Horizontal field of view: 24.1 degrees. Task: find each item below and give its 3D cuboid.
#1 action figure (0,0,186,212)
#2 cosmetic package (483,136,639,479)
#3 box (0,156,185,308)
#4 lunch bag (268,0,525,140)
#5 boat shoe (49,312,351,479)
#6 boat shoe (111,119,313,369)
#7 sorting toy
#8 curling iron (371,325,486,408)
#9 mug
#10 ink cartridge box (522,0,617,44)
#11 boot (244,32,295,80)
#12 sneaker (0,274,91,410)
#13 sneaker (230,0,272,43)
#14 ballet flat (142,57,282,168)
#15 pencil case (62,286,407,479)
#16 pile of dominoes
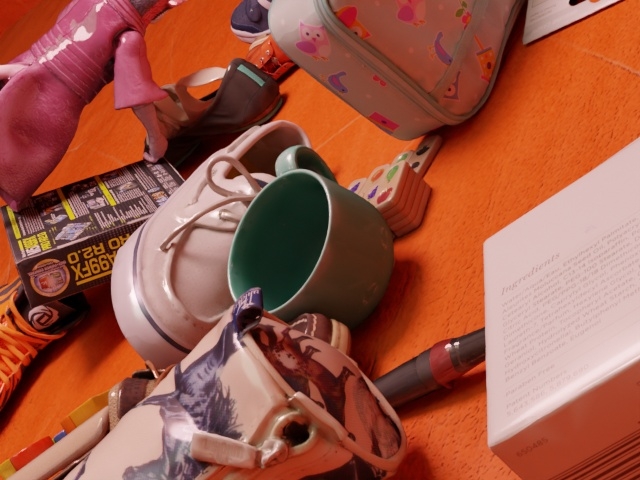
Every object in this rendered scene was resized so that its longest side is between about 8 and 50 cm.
[{"bbox_3d":[-0.317,-0.215,1.811,0.370,0.276,0.248,-46,55,-1],"label":"action figure"},{"bbox_3d":[0.189,0.058,0.791,0.151,0.151,0.183,-36,25,25],"label":"cosmetic package"},{"bbox_3d":[-0.257,-0.018,1.759,0.216,0.060,0.270,-20,19,-11],"label":"box"},{"bbox_3d":[0.093,-0.248,1.430,0.108,0.224,0.279,-21,38,54],"label":"lunch bag"},{"bbox_3d":[-0.124,0.161,1.220,0.342,0.123,0.123,-40,20,22],"label":"boat shoe"},{"bbox_3d":[-0.070,-0.017,1.403,0.156,0.136,0.367,-40,10,28],"label":"boat shoe"},{"bbox_3d":[-0.222,0.179,1.405,0.193,0.038,0.208,-36,-2,24],"label":"sorting toy"},{"bbox_3d":[0.097,0.084,1.087,0.274,0.035,0.068,-37,2,36],"label":"curling iron"},{"bbox_3d":[0.004,0.005,1.267,0.129,0.097,0.157,12,78,52],"label":"mug"},{"bbox_3d":[0.285,-0.300,1.417,0.189,0.066,0.232,-22,53,47],"label":"ink cartridge box"},{"bbox_3d":[-0.057,-0.227,1.898,0.084,0.059,0.158,-60,16,-23],"label":"boot"},{"bbox_3d":[-0.383,0.128,1.776,0.180,0.124,0.321,-35,24,30],"label":"sneaker"},{"bbox_3d":[-0.047,-0.351,1.916,0.282,0.153,0.099,-13,45,44],"label":"sneaker"},{"bbox_3d":[-0.160,-0.165,1.916,0.280,0.096,0.095,-25,27,44],"label":"ballet flat"},{"bbox_3d":[-0.135,0.221,1.018,0.410,0.160,0.183,-44,-11,6],"label":"pencil case"},{"bbox_3d":[-0.002,-0.001,1.410,0.251,0.040,0.196,-29,28,37],"label":"pile of dominoes"}]
